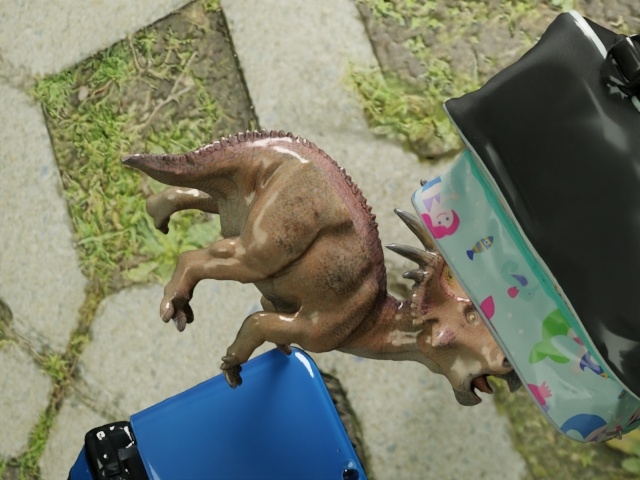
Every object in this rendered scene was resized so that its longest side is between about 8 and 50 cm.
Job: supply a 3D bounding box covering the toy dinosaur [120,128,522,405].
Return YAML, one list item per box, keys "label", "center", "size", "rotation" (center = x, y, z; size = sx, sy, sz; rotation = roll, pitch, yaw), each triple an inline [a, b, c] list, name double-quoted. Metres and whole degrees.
- label: "toy dinosaur"
  center: [0.000, 0.000, 0.975]
  size: [0.200, 0.295, 0.127]
  rotation: [-32, 27, 19]

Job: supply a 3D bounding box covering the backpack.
- label: "backpack"
  center: [0.194, 0.000, 0.818]
  size: [0.191, 0.253, 0.225]
  rotation: [-42, 66, 28]

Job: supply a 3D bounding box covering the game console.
- label: "game console"
  center: [-0.069, 0.274, 1.101]
  size: [0.293, 0.173, 0.250]
  rotation: [66, 149, 23]
